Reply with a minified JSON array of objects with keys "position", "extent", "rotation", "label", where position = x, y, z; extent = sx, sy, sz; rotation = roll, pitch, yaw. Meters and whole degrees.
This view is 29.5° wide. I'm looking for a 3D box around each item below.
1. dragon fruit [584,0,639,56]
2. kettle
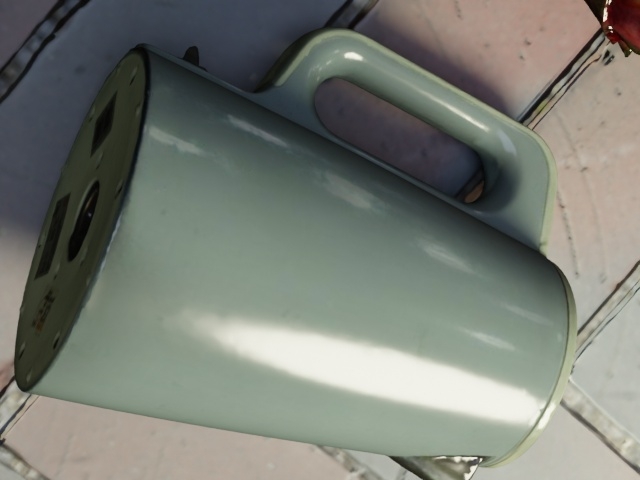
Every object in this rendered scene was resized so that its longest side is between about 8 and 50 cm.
[{"position":[0.167,-0.207,0.515],"extent":[0.234,0.234,0.293],"rotation":[-41,124,-1],"label":"dragon fruit"},{"position":[0.000,0.000,0.591],"extent":[0.243,0.160,0.211],"rotation":[18,70,-22],"label":"kettle"}]
